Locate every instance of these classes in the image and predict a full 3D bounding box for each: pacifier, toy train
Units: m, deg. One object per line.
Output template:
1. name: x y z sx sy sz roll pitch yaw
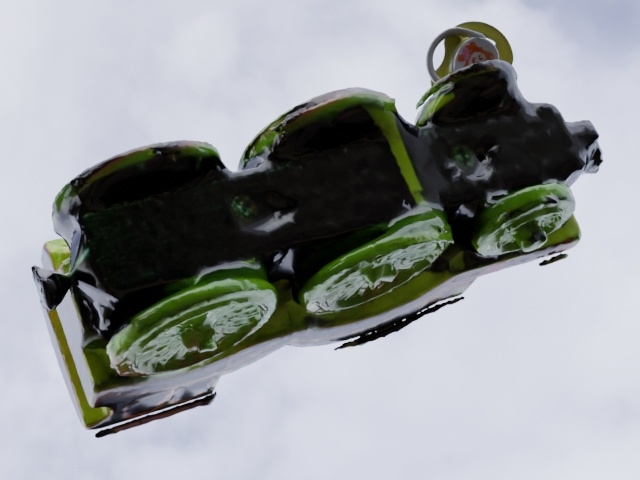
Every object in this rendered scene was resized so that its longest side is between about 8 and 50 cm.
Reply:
1. pacifier: 0.115 -0.134 0.990 0.068 0.064 0.083 19 -105 0
2. toy train: 0.000 0.000 0.625 0.296 0.100 0.160 -15 -22 -21
